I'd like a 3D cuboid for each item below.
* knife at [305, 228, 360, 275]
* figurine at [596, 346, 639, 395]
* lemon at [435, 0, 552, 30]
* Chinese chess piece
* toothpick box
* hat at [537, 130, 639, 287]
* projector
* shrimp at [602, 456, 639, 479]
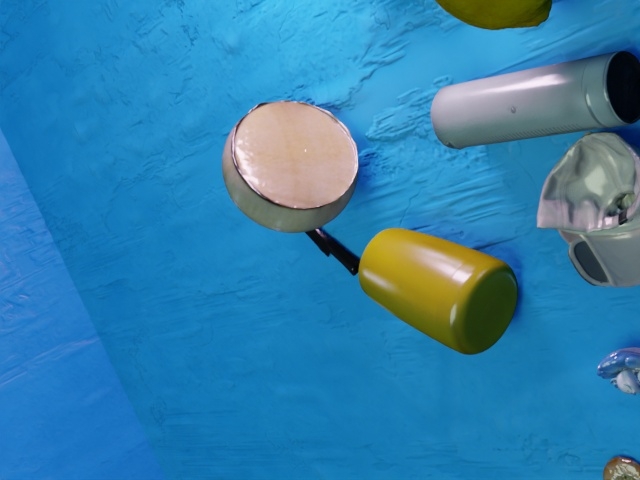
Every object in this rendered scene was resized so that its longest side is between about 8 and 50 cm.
[{"bbox_3d":[0.000,0.000,2.095,0.230,0.028,0.060,43,151,26],"label":"knife"},{"bbox_3d":[0.489,0.212,1.606,0.114,0.079,0.114,7,152,4],"label":"figurine"},{"bbox_3d":[0.233,-0.427,1.383,0.236,0.236,0.263,-21,80,53],"label":"lemon"},{"bbox_3d":[-0.056,-0.139,1.874,0.257,0.257,0.104,50,153,15],"label":"Chinese chess piece"},{"bbox_3d":[0.198,0.078,1.789,0.271,0.175,0.175,25,130,42],"label":"toothpick box"},{"bbox_3d":[0.460,-0.041,1.490,0.226,0.164,0.219,31,152,-26],"label":"hat"},{"bbox_3d":[0.321,-0.206,1.520,0.337,0.108,0.108,-3,110,50],"label":"projector"},{"bbox_3d":[0.543,0.448,1.737,0.095,0.045,0.162,-12,99,31],"label":"shrimp"}]
